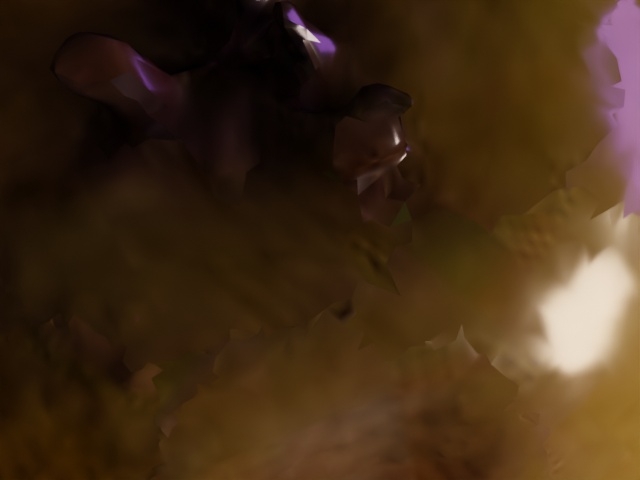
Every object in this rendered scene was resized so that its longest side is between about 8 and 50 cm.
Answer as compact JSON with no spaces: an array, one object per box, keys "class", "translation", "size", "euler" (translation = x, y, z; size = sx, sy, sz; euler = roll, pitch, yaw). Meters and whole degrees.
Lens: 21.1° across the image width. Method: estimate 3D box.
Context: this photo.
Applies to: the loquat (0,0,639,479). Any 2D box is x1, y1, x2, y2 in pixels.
[{"class":"loquat","translation":[-0.004,-0.001,0.402],"size":[0.213,0.213,0.213],"euler":[-18,90,-82]}]
